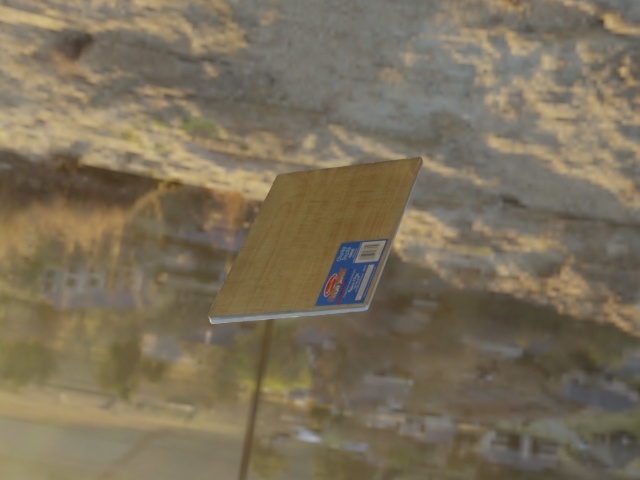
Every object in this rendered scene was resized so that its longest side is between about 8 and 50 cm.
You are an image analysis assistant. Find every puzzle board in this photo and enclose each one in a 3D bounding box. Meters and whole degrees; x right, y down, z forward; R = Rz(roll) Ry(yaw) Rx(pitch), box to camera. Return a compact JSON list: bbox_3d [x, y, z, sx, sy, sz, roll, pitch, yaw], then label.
[{"bbox_3d":[0.000,0.000,0.773,0.096,0.128,0.011,-5,129,26],"label":"puzzle board"}]
